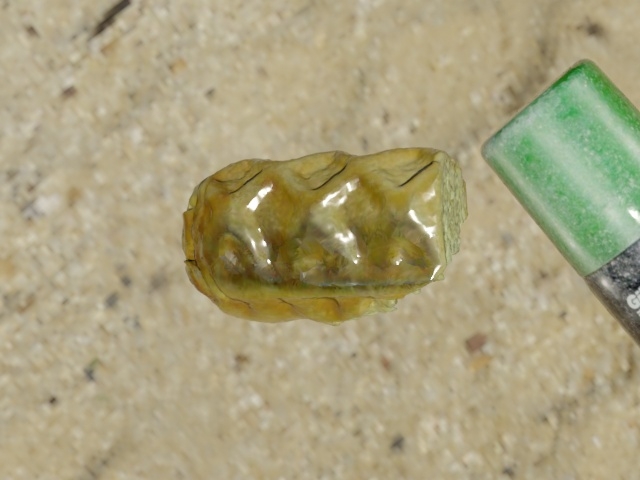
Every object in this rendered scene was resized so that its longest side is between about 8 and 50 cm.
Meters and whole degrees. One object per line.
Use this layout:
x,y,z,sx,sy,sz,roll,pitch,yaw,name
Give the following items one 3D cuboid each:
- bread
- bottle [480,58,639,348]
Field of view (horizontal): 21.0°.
0.000,0.000,0.639,0.110,0.066,0.060,-4,45,21,bread
0.229,0.043,1.000,0.093,0.330,0.093,-40,0,0,bottle
